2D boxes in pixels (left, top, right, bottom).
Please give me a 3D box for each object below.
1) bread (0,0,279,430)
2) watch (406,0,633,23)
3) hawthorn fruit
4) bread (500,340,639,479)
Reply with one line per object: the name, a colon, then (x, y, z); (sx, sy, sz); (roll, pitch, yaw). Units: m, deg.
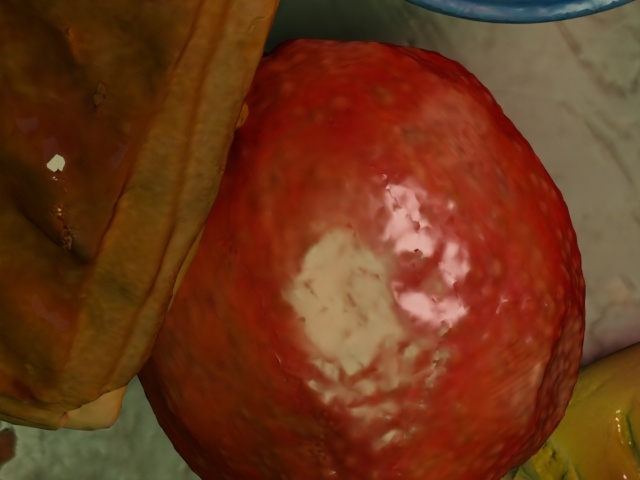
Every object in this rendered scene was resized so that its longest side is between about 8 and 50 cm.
bread: (-0.169, -0.105, 0.663); (0.325, 0.167, 0.277); (25, 129, 0)
watch: (0.040, -0.204, 0.736); (0.305, 0.241, 0.274); (-35, 123, 12)
hawthorn fruit: (0.000, 0.000, 0.807); (0.205, 0.205, 0.253); (-28, 99, 3)
bread: (0.170, 0.150, 0.921); (0.213, 0.105, 0.213); (-3, 110, -9)
